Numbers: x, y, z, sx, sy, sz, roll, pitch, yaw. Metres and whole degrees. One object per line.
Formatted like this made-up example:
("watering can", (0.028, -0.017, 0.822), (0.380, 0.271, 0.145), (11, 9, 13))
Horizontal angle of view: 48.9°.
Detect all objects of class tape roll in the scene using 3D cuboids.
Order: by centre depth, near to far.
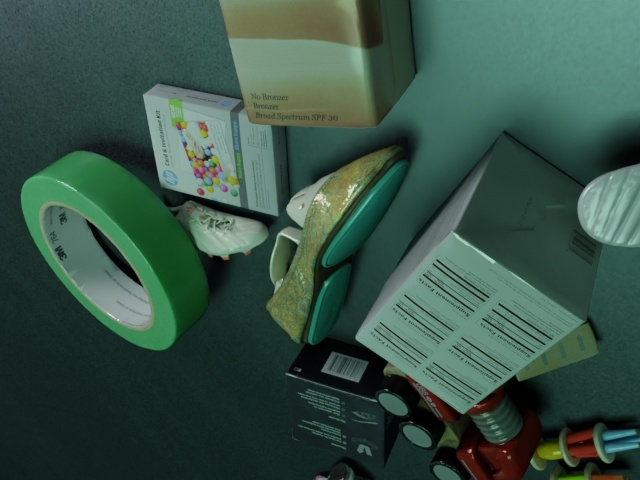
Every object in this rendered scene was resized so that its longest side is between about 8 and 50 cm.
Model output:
("tape roll", (-0.312, 0.022, 1.064), (0.321, 0.077, 0.321), (26, 140, 25))

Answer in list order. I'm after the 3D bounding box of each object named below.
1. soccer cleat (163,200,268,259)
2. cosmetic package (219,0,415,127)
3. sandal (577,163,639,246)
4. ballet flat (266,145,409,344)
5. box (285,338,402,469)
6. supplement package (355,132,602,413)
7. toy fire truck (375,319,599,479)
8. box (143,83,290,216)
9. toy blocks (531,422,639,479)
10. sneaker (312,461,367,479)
("soccer cleat", (-0.163, -0.020, 0.999), (0.196, 0.068, 0.076), (2, 123, 32))
("cosmetic package", (-0.011, -0.266, 0.662), (0.153, 0.129, 0.296), (6, 127, 26))
("sandal", (0.377, -0.050, 0.650), (0.265, 0.076, 0.102), (-4, 102, 18))
("ballet flat", (0.000, 0.000, 0.893), (0.123, 0.123, 0.348), (28, 134, 7))
("box", (0.040, 0.246, 1.075), (0.156, 0.093, 0.158), (13, 130, 20))
("supplement package", (0.174, 0.036, 0.755), (0.149, 0.194, 0.203), (35, 136, 1))
("toy fire truck", (0.235, 0.204, 0.911), (0.246, 0.158, 0.217), (-14, 117, 49))
("box", (-0.134, -0.118, 0.919), (0.186, 0.038, 0.145), (16, 131, 20))
("toy blocks", (0.375, 0.302, 0.955), (0.148, 0.054, 0.123), (-23, 111, 40))
("sneaker", (0.030, 0.469, 1.283), (0.077, 0.072, 0.178), (29, 141, -9))
